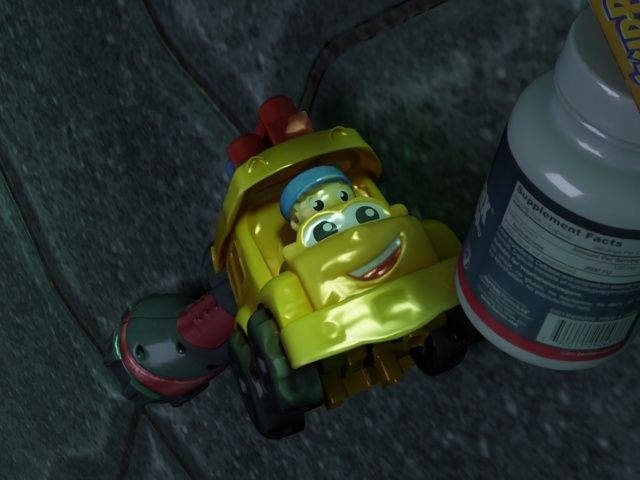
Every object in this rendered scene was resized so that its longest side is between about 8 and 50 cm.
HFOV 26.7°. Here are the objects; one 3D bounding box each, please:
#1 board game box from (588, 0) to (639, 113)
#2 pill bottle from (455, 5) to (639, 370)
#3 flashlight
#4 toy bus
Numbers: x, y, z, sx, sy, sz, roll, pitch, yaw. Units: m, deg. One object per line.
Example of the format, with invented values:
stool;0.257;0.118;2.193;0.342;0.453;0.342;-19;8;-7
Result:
board game box;0.106;-0.169;0.525;0.039;0.124;0.259;-11;132;26
pill bottle;0.139;-0.028;0.681;0.108;0.108;0.180;46;144;27
flashlight;-0.092;0.057;1.101;0.103;0.103;0.304;62;151;9
toy bus;0.000;0.000;0.859;0.220;0.149;0.211;117;132;-73
